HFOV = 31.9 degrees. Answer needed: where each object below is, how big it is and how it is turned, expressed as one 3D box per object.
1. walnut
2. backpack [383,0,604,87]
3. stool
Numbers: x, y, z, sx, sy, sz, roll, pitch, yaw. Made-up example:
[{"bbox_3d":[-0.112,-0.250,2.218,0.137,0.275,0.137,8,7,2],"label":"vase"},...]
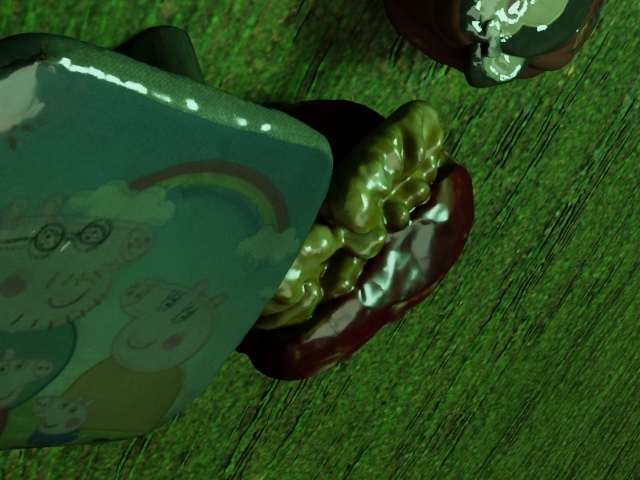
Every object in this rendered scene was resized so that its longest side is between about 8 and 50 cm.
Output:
[{"bbox_3d":[0.000,0.000,0.962,0.222,0.244,0.269,43,70,-11],"label":"walnut"},{"bbox_3d":[0.167,-0.236,0.973,0.229,0.139,0.229,-18,120,-35],"label":"backpack"},{"bbox_3d":[-0.199,-0.029,0.788,0.310,0.226,0.310,15,118,-48],"label":"stool"}]
